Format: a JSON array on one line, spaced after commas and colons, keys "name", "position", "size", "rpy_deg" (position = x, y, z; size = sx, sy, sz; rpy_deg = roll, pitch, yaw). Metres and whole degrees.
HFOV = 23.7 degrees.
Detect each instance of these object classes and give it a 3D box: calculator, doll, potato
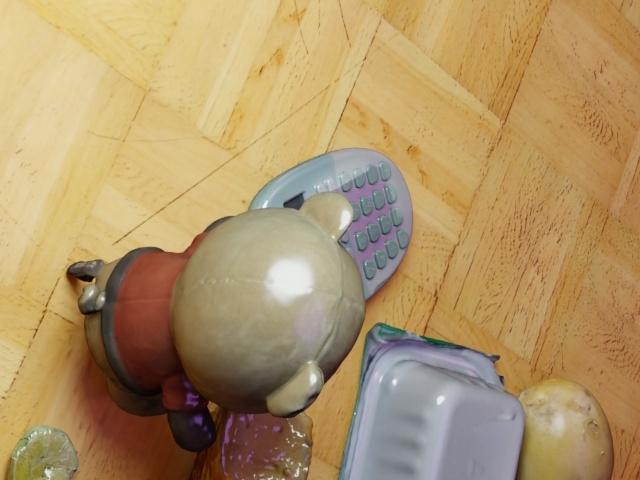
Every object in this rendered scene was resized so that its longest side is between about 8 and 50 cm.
[{"name": "calculator", "position": [0.000, 0.000, 1.732], "size": [0.299, 0.041, 0.186], "rpy_deg": [-31, 112, -38]}, {"name": "doll", "position": [-0.104, 0.067, 1.447], "size": [0.174, 0.330, 0.235], "rpy_deg": [36, 56, -42]}, {"name": "potato", "position": [0.305, 0.292, 1.951], "size": [0.150, 0.146, 0.234], "rpy_deg": [-17, 106, -44]}]

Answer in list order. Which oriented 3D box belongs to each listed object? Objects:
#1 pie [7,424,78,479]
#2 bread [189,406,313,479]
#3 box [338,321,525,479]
[{"name": "pie", "position": [-0.277, 0.224, 1.515], "size": [0.084, 0.020, 0.084], "rpy_deg": [-2, 94, -43]}, {"name": "bread", "position": [-0.088, 0.302, 1.554], "size": [0.114, 0.185, 0.275], "rpy_deg": [11, 72, -7]}, {"name": "box", "position": [0.147, 0.289, 1.840], "size": [0.264, 0.106, 0.337], "rpy_deg": [17, 81, -41]}]
